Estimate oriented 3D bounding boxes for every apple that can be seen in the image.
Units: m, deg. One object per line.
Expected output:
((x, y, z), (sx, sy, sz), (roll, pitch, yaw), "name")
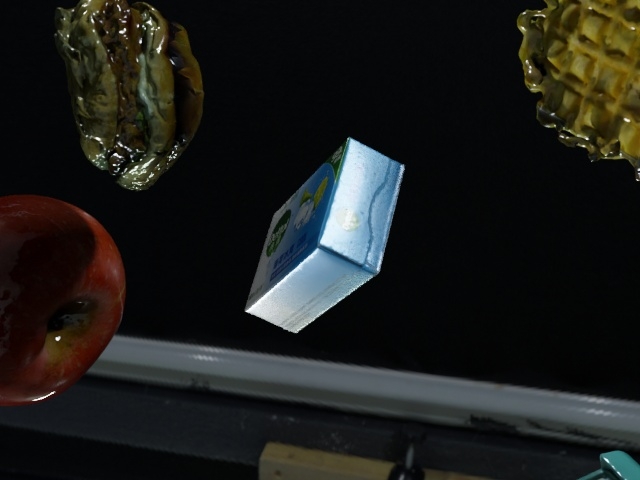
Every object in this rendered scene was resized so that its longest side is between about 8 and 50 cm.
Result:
((-0.375, 0.071, 0.958), (0.216, 0.260, 0.260), (23, -66, 30), "apple")

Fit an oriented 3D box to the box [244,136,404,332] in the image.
((0.001, 0.000, 0.835), (0.073, 0.139, 0.194), (25, -33, -16), "box")

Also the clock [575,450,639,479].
((0.174, 0.281, 0.469), (0.231, 0.262, 0.116), (-23, -67, -7), "clock")

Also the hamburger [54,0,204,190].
((-0.184, -0.148, 0.788), (0.130, 0.206, 0.183), (-6, -91, -8), "hamburger")

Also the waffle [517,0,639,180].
((0.297, -0.176, 0.731), (0.280, 0.060, 0.262), (-27, -104, 59), "waffle")
